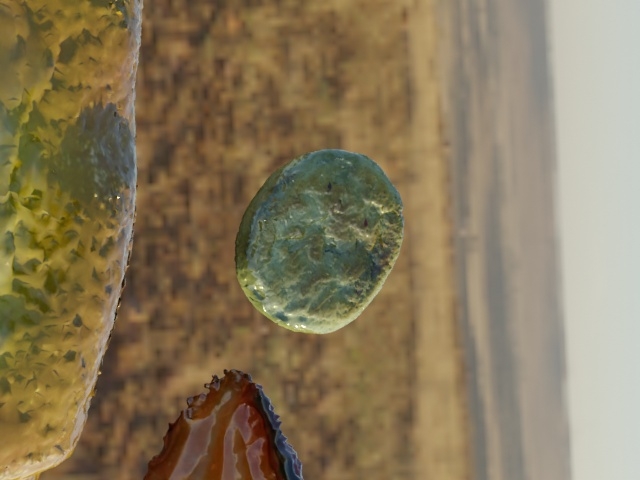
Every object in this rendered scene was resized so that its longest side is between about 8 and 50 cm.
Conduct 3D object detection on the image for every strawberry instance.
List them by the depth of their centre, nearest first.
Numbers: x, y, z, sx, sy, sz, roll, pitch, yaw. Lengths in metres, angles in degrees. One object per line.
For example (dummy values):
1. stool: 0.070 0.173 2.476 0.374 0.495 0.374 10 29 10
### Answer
1. strawberry: -0.062 0.198 1.328 0.192 0.140 0.085 64 8 15

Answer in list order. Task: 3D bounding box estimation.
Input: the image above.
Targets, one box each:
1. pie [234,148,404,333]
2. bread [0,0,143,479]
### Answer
1. pie: -0.001 -0.002 0.824 0.021 0.084 0.084 23 -58 55
2. bread: -0.228 -0.040 1.016 0.148 0.328 0.337 5 90 -41
